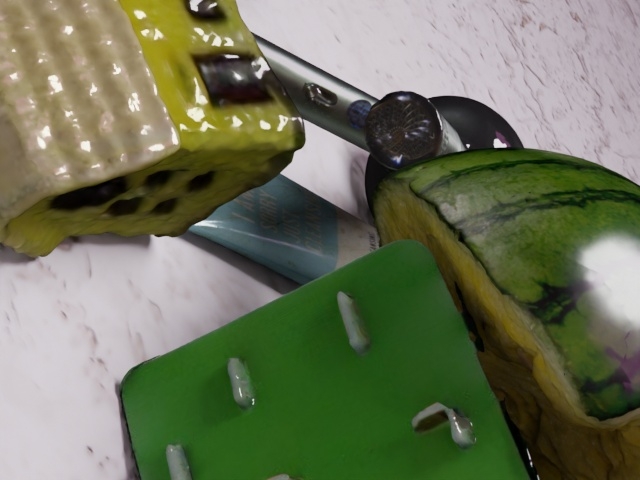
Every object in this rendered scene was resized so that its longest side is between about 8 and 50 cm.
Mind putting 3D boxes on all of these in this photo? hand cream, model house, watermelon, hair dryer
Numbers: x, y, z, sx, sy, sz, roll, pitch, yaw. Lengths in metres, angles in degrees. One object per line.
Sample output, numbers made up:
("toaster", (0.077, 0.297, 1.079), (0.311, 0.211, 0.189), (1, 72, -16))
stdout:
("hand cream", (0.000, 0.000, 1.091), (0.312, 0.070, 0.111), (29, 44, -36))
("model house", (0.053, 0.225, 0.877), (0.313, 0.242, 0.357), (56, 10, -55))
("model house", (-0.166, -0.096, 0.849), (0.234, 0.175, 0.193), (-14, 76, -49))
("watermelon", (0.187, 0.063, 0.911), (0.330, 0.189, 0.331), (62, -10, 20))
("hair dryer", (0.033, -0.125, 1.124), (0.284, 0.156, 0.320), (45, 6, 20))
